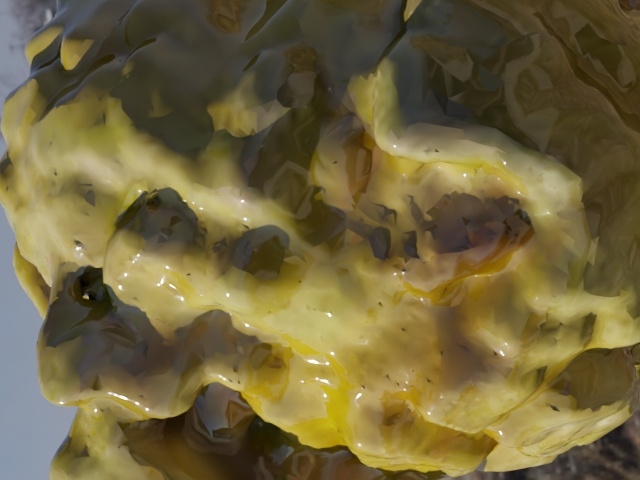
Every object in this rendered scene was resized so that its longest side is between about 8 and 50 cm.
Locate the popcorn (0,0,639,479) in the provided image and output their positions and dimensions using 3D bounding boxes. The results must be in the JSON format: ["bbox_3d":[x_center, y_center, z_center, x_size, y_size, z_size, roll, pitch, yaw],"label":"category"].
[{"bbox_3d":[0.000,0.000,0.445,0.332,0.265,0.225,-60,-5,2],"label":"popcorn"}]
